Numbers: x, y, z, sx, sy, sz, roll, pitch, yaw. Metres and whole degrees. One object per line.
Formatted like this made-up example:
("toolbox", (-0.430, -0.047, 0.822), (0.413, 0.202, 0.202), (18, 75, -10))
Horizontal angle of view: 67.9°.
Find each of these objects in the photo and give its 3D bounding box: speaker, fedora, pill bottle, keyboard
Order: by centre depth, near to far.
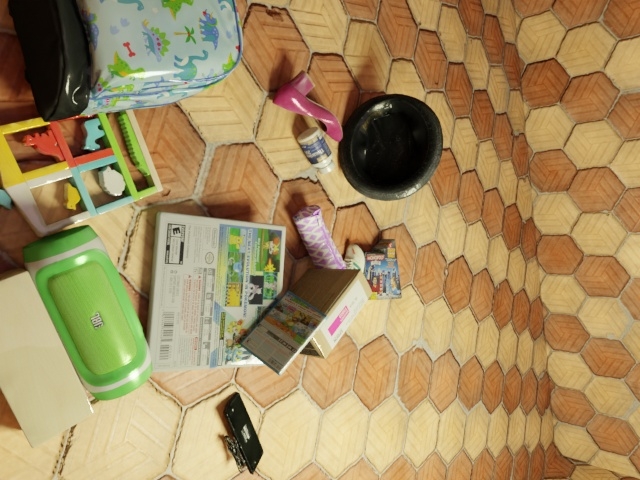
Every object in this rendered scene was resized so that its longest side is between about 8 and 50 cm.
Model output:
("speaker", (-0.404, 0.128, 0.842), (0.131, 0.131, 0.297), (-32, 112, -42))
("keyboard", (-0.196, 0.467, 1.133), (0.100, 0.038, 0.192), (-52, 127, -62))
("pill bottle", (-0.008, -0.243, 1.300), (0.067, 0.067, 0.120), (-53, 125, -33))
("fedora", (0.214, -0.265, 1.438), (0.152, 0.334, 0.334), (42, 55, -73))

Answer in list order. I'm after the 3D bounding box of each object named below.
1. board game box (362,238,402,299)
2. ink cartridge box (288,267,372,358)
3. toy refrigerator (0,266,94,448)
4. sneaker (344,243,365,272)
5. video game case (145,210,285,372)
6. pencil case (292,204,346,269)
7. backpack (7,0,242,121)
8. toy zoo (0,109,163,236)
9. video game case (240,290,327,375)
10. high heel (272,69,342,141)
("board game box", (0.182, 0.088, 1.503), (0.194, 0.060, 0.194), (5, 85, -46))
("ink cartridge box", (-0.011, 0.175, 1.203), (0.235, 0.193, 0.088), (-48, 122, -35))
("toy refrigerator", (-0.485, 0.188, 0.782), (0.102, 0.094, 0.270), (-28, 109, -36))
("sneaker", (0.086, 0.089, 1.403), (0.075, 0.057, 0.161), (3, 90, -52))
("video game case", (-0.222, 0.115, 1.052), (0.300, 0.036, 0.329), (6, 85, -33))
("pencil case", (0.000, 0.000, 1.293), (0.086, 0.088, 0.206), (-48, 123, -39))
("backpack", (-0.317, -0.373, 0.859), (0.355, 0.273, 0.290), (-15, 98, -53))
("toy zoo", (-0.450, -0.132, 0.863), (0.293, 0.030, 0.192), (-31, 112, -42))
("video game case", (-0.081, 0.202, 1.059), (0.166, 0.119, 0.015), (-47, 151, -25))
("high heel", (-0.030, -0.332, 1.291), (0.117, 0.082, 0.244), (-45, 139, -4))
